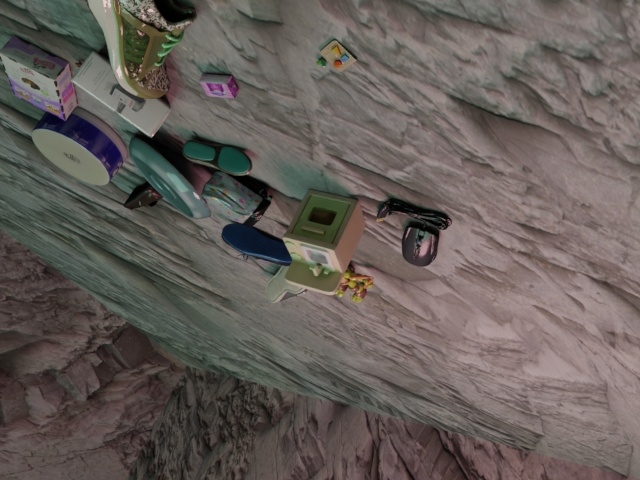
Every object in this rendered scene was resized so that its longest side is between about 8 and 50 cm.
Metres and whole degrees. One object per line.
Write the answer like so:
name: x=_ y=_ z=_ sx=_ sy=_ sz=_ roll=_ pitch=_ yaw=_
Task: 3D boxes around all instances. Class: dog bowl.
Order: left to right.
dog bowl: x=-0.731 y=-0.288 z=1.962 sx=0.265 sy=0.104 sz=0.265 roll=20 pitch=153 yaw=11

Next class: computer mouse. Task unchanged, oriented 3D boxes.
computer mouse: x=0.224 y=-0.006 z=1.685 sx=0.184 sy=0.060 sz=0.262 roll=21 pitch=153 yaw=8

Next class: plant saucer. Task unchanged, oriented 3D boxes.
plant saucer: x=-0.450 y=-0.169 z=1.888 sx=0.318 sy=0.043 sz=0.317 roll=38 pitch=164 yaw=13

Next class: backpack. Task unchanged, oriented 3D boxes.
backpack: x=-0.243 y=-0.120 z=1.829 sx=0.182 sy=0.115 sz=0.152 roll=34 pitch=156 yaw=-10

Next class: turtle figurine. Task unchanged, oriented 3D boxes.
turtle figurine: x=0.056 y=0.114 z=2.029 sx=0.270 sy=0.087 sz=0.217 roll=4 pitch=156 yaw=20

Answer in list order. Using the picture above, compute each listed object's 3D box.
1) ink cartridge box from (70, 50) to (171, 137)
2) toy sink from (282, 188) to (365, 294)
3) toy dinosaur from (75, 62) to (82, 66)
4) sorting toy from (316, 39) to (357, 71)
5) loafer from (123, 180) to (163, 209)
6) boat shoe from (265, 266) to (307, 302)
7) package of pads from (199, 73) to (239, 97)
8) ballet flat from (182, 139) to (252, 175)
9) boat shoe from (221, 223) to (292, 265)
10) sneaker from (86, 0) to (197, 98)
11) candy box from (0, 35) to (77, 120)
ink cartridge box: x=-0.474 y=-0.353 z=1.559 sx=0.218 sy=0.092 sz=0.158 roll=38 pitch=-177 yaw=-20
toy sink: x=0.000 y=0.000 z=1.698 sx=0.153 sy=0.234 sz=0.131 roll=15 pitch=152 yaw=23
toy dinosaur: x=-0.586 y=-0.440 z=1.650 sx=0.082 sy=0.047 sz=0.090 roll=39 pitch=119 yaw=-8
sorting toy: x=0.026 y=-0.354 z=1.267 sx=0.062 sy=0.012 sz=0.083 roll=36 pitch=152 yaw=-20
loafer: x=-0.584 y=-0.135 z=2.142 sx=0.078 sy=0.080 sz=0.220 roll=39 pitch=151 yaw=-24
boat shoe: x=-0.082 y=0.134 z=2.217 sx=0.099 sy=0.116 sz=0.319 roll=-10 pitch=165 yaw=-34
package of pads: x=-0.233 y=-0.354 z=1.477 sx=0.083 sy=0.032 sz=0.050 roll=11 pitch=152 yaw=27
ballet flat: x=-0.268 y=-0.223 z=1.733 sx=0.213 sy=0.072 sz=0.068 roll=18 pitch=-179 yaw=17
boat shoe: x=-0.202 y=0.032 z=2.088 sx=0.258 sy=0.109 sz=0.089 roll=27 pitch=157 yaw=3
sneaker: x=-0.343 y=-0.430 z=1.333 sx=0.182 sy=0.158 sz=0.410 roll=5 pitch=157 yaw=3
candy box: x=-0.760 y=-0.436 z=1.752 sx=0.165 sy=0.070 sz=0.196 roll=27 pitch=155 yaw=-2
